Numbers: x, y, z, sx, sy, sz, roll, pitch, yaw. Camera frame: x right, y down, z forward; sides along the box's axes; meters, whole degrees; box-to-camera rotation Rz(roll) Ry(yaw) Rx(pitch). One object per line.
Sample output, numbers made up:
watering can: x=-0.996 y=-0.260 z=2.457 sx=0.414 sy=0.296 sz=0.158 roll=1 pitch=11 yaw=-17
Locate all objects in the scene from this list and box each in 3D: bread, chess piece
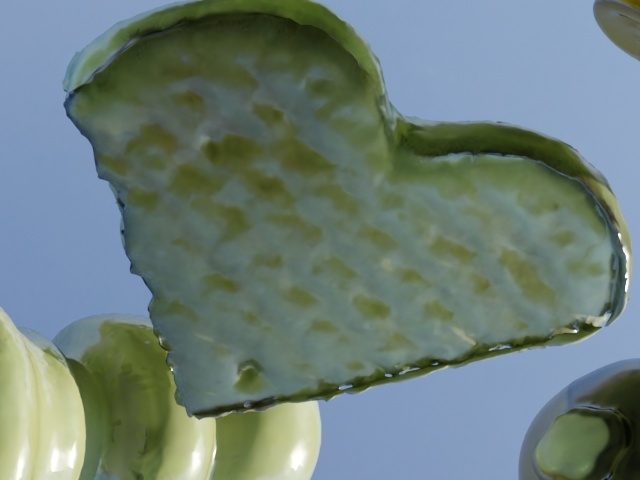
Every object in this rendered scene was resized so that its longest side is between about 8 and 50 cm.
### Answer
bread: x=0.000 y=0.000 z=0.729 sx=0.232 sy=0.172 sz=0.064 roll=24 pitch=-155 yaw=-17
chess piece: x=-0.108 y=0.087 z=0.867 sx=0.251 sy=0.144 sz=0.144 roll=6 pitch=-137 yaw=-41

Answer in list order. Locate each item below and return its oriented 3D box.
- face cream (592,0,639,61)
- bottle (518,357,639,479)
face cream: x=0.268 y=-0.228 z=1.166 sx=0.078 sy=0.078 sz=0.273 roll=33 pitch=-101 yaw=9
bottle: x=0.278 y=0.096 z=1.075 sx=0.171 sy=0.351 sz=0.171 roll=57 pitch=-164 yaw=-25
